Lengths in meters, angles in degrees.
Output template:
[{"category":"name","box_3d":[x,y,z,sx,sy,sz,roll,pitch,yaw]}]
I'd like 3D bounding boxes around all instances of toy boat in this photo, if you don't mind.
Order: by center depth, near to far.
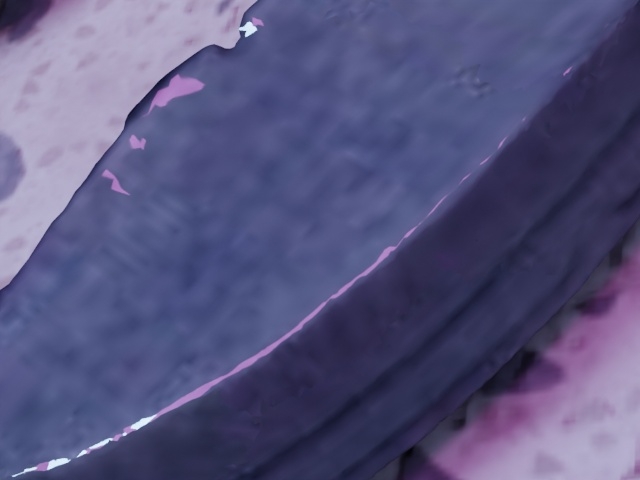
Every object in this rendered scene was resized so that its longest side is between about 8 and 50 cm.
[{"category":"toy boat","box_3d":[0.000,0.000,0.499,0.283,0.078,0.127,-43,50,-11]}]
